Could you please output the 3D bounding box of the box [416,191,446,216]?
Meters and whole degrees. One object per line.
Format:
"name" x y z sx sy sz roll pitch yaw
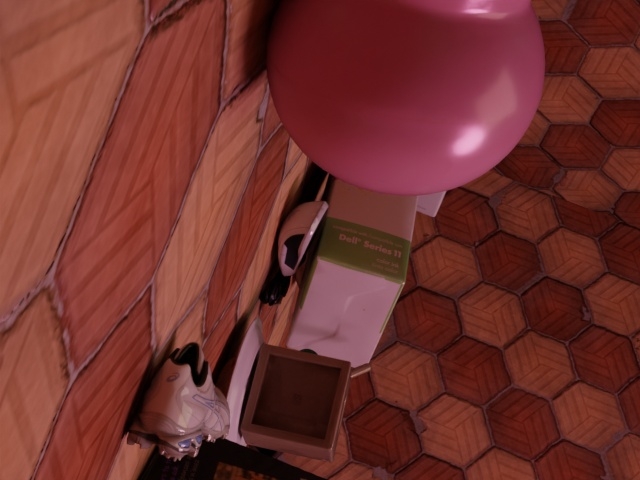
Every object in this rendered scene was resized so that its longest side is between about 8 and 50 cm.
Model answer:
"box" 0.132 -0.163 1.678 0.119 0.182 0.181 -61 171 -45

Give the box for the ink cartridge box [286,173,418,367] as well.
"ink cartridge box" 0.059 -0.030 1.506 0.207 0.119 0.353 109 -4 -49

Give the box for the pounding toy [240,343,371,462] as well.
"pounding toy" -0.014 0.190 1.343 0.100 0.130 0.141 87 16 -66

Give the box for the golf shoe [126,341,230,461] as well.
"golf shoe" -0.107 0.128 0.939 0.176 0.069 0.086 -21 127 -85

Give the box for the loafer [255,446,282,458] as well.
"loafer" -0.082 0.338 1.998 0.095 0.109 0.302 -60 174 -38

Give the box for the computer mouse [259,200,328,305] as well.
"computer mouse" -0.035 0.004 1.381 0.106 0.042 0.193 -60 177 -34

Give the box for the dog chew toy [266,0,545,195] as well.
"dog chew toy" 0.074 -0.202 0.774 0.206 0.206 0.332 -61 163 -60

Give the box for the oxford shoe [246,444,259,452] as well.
"oxford shoe" -0.102 0.365 1.697 0.097 0.098 0.271 -64 -178 -8

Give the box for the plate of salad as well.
"plate of salad" -0.106 0.189 1.343 0.200 0.048 0.200 11 90 -84

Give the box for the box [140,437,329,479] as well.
"box" -0.057 0.317 1.074 0.165 0.270 0.143 107 7 -46

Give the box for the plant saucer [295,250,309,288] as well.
"plant saucer" 0.000 0.000 1.795 0.198 0.036 0.198 22 90 -86
